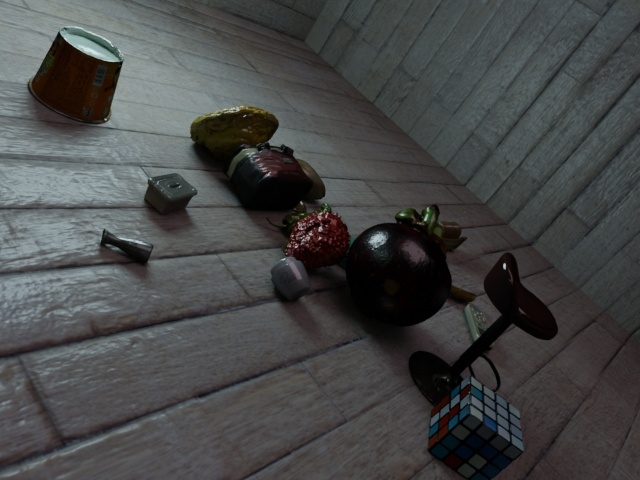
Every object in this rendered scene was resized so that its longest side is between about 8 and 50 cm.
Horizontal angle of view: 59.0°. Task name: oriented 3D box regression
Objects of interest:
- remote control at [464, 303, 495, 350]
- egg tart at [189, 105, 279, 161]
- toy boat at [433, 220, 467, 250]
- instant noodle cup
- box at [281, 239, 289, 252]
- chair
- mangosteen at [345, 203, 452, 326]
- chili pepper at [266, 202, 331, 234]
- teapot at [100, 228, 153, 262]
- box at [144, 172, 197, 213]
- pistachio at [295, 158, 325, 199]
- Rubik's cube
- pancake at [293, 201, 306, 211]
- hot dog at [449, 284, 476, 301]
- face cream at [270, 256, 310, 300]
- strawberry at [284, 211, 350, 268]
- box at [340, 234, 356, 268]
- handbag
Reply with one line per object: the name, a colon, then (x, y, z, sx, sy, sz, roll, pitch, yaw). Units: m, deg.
remote control: (0.532, 0.292, 1.905, 0.078, 0.042, 0.221, 30, 27, -13)
egg tart: (-0.270, -0.329, 1.803, 0.294, 0.293, 0.123, -3, 81, -52)
toy boat: (0.496, -0.026, 2.310, 0.310, 0.115, 0.089, 6, 38, -45)
instant noodle cup: (-0.664, -0.467, 1.568, 0.230, 0.182, 0.230, 27, 28, -16)
box: (-0.057, 0.038, 1.622, 0.083, 0.035, 0.079, 2, 41, -48)
chair: (0.431, 0.245, 1.449, 0.226, 0.401, 0.227, 27, 26, -15)
mangosteen: (0.240, 0.068, 1.570, 0.306, 0.359, 0.306, 49, 1, -2)
chili pepper: (-0.062, -0.055, 1.706, 0.203, 0.072, 0.073, -17, 82, -17)
teapot: (-0.422, 0.010, 1.225, 0.110, 0.043, 0.043, 23, 28, -17)
box: (-0.388, -0.120, 1.455, 0.089, 0.062, 0.122, 41, 27, 11)
pistachio: (-0.061, -0.207, 1.964, 0.185, 0.126, 0.108, 39, 68, 0)
Rubik's cube: (0.361, 0.442, 1.320, 0.154, 0.151, 0.155, 36, 25, -2)
pancake: (-0.095, -0.131, 1.888, 0.114, 0.011, 0.115, 26, 28, -15)
hot dog: (0.467, 0.179, 2.007, 0.215, 0.047, 0.066, 22, -8, -28)
face cream: (-0.075, 0.097, 1.439, 0.091, 0.091, 0.095, -3, 53, -52)
strawberry: (-0.010, -0.012, 1.585, 0.228, 0.098, 0.175, -4, 65, -47)
box: (0.058, 0.017, 1.789, 0.229, 0.041, 0.162, 31, 26, -12)
handbag: (-0.160, -0.206, 1.746, 0.254, 0.181, 0.181, -4, 53, -50)
